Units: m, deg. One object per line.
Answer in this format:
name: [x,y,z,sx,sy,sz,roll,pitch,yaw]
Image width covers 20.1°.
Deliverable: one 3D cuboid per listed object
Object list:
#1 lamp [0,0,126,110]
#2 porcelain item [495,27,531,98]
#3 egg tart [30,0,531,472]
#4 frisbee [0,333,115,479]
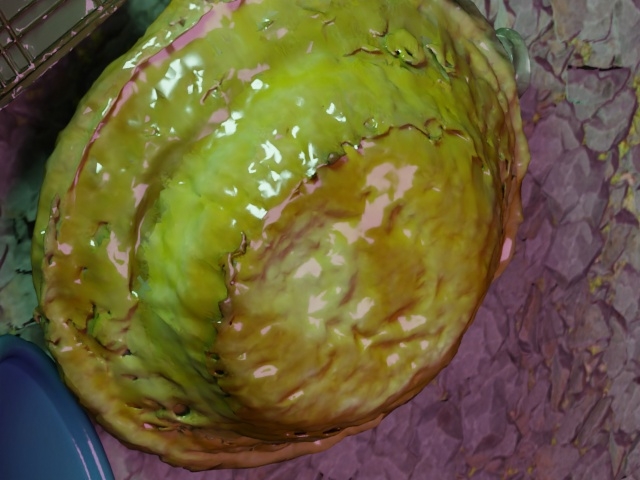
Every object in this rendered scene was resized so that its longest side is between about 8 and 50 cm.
lamp: [-0.258,-0.113,1.203,0.325,0.090,0.089,-45,127,-21]
porcelain item: [0.073,-0.149,1.472,0.215,0.081,0.069,6,68,-39]
egg tart: [0.000,0.000,1.347,0.443,0.178,0.443,-16,124,-26]
frisbee: [-0.197,0.208,1.270,0.049,0.289,0.289,-18,122,8]
